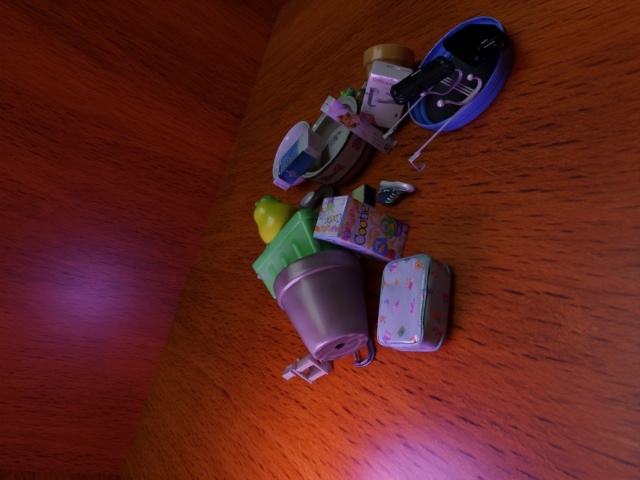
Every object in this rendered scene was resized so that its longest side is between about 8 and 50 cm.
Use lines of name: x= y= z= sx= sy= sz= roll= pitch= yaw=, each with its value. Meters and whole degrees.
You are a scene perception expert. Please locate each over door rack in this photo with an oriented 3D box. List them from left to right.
over door rack: x=0.337 y=-0.419 z=1.390 sx=0.324 sy=0.108 sz=0.239 roll=-56 pitch=32 yaw=21

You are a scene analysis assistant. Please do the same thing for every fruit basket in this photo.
fruit basket: x=-0.097 y=-0.002 z=1.617 sx=0.392 sy=0.283 sz=0.391 roll=-15 pitch=70 yaw=48

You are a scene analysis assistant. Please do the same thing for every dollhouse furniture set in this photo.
dollhouse furniture set: x=-0.032 y=0.449 z=1.624 sx=0.182 sy=0.101 sz=0.160 roll=-41 pitch=15 yaw=39

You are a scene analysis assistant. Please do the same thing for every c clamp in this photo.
c clamp: x=0.130 y=0.365 z=1.459 sx=0.137 sy=0.022 sz=0.160 roll=-46 pitch=35 yaw=24

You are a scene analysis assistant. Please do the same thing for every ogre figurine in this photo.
ogre figurine: x=0.139 y=-0.639 z=1.980 sx=0.197 sy=0.118 sz=0.096 roll=-9 pitch=63 yaw=55

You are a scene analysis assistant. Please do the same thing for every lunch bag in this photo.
lunch bag: x=0.269 y=0.183 z=1.264 sx=0.224 sy=0.108 sz=0.278 roll=-24 pitch=50 yaw=56

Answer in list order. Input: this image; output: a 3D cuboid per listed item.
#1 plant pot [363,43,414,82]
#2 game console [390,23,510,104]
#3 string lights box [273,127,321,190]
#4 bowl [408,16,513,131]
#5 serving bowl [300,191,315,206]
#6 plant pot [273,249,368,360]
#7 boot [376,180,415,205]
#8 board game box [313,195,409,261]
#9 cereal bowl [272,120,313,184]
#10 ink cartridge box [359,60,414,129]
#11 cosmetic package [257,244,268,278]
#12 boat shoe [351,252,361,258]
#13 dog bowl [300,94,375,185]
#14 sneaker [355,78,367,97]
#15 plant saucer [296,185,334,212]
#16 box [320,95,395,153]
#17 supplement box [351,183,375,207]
plant pot: x=0.270 y=-0.657 z=1.730 sx=0.205 sy=0.205 sz=0.187 roll=5 pitch=91 yaw=59
game console: x=0.379 y=-0.548 z=1.325 sx=0.362 sy=0.044 sz=0.213 roll=-30 pitch=36 yaw=13
string lights box: x=-0.106 y=-0.357 z=1.894 sx=0.260 sy=0.077 sz=0.133 roll=-40 pitch=35 yaw=36
bowl: x=0.466 y=-0.553 z=1.451 sx=0.391 sy=0.077 sz=0.390 roll=-35 pitch=44 yaw=43
serving bowl: x=-0.052 y=-0.185 z=1.961 sx=0.083 sy=0.027 sz=0.083 roll=-36 pitch=28 yaw=23
plant pot: x=0.025 y=0.236 z=1.441 sx=0.323 sy=0.324 sz=0.280 roll=-46 pitch=47 yaw=33
boot: x=0.269 y=-0.164 z=1.537 sx=0.190 sy=0.069 sz=0.085 roll=23 pitch=98 yaw=68
board game box: x=0.140 y=-0.033 z=1.439 sx=0.144 sy=0.276 sz=0.141 roll=2 pitch=73 yaw=58
cereal bowl: x=-0.100 y=-0.431 z=2.205 sx=0.339 sy=0.141 sz=0.338 roll=-36 pitch=43 yaw=43
ink cartridge box: x=0.246 y=-0.547 z=1.621 sx=0.217 sy=0.159 sz=0.092 roll=102 pitch=-176 yaw=-51
cosmetic package: x=-0.172 y=0.110 z=1.965 sx=0.151 sy=0.152 sz=0.183 roll=-4 pitch=68 yaw=58
boat shoe: x=0.080 y=-0.028 z=1.701 sx=0.108 sy=0.102 sz=0.301 roll=-51 pitch=34 yaw=27
dog bowl: x=0.077 y=-0.420 z=1.884 sx=0.408 sy=0.151 sz=0.407 roll=-40 pitch=35 yaw=36
sneaker: x=0.200 y=-0.655 z=1.833 sx=0.064 sy=0.192 sz=0.086 roll=13 pitch=111 yaw=23
plant saucer: x=-0.036 y=-0.137 z=1.945 sx=0.278 sy=0.041 sz=0.277 roll=-36 pitch=27 yaw=21
box: x=0.147 y=-0.438 z=1.636 sx=0.063 sy=0.324 sz=0.067 roll=-54 pitch=34 yaw=17
supplement box: x=0.169 y=-0.165 z=1.693 sx=0.083 sy=0.056 sz=0.083 roll=-27 pitch=50 yaw=48
